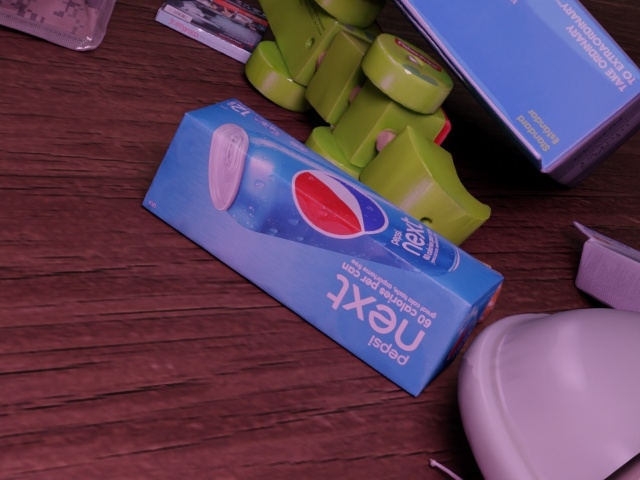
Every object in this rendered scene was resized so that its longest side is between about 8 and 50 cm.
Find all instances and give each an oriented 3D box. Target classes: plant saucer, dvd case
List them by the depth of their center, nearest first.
[{"bbox_3d":[0.266,0.147,0.796,0.400,0.100,0.400,28,22,-12],"label":"plant saucer"},{"bbox_3d":[-0.089,-0.190,1.237,0.087,0.013,0.119,25,23,-6],"label":"dvd case"}]

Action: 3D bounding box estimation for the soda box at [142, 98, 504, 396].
[{"bbox_3d":[0.000,0.000,0.883,0.210,0.071,0.067,34,24,13],"label":"soda box"}]

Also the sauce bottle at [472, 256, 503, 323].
[{"bbox_3d":[0.057,0.013,0.956,0.128,0.042,0.042,25,24,-7],"label":"sauce bottle"}]

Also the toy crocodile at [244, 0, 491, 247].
[{"bbox_3d":[0.031,-0.121,1.107,0.105,0.115,0.340,19,27,-34],"label":"toy crocodile"}]

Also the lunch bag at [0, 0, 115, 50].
[{"bbox_3d":[-0.283,-0.281,1.025,0.287,0.169,0.235,14,28,-38],"label":"lunch bag"}]

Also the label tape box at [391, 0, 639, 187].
[{"bbox_3d":[0.146,-0.174,1.148,0.249,0.115,0.347,51,8,9],"label":"label tape box"}]

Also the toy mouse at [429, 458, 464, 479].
[{"bbox_3d":[0.097,0.150,0.738,0.161,0.031,0.143,10,30,-35],"label":"toy mouse"}]

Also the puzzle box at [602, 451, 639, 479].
[{"bbox_3d":[0.169,0.183,0.440,0.272,0.052,0.409,57,17,12],"label":"puzzle box"}]

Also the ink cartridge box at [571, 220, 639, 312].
[{"bbox_3d":[0.307,0.065,1.084,0.223,0.045,0.224,23,7,-12],"label":"ink cartridge box"}]
